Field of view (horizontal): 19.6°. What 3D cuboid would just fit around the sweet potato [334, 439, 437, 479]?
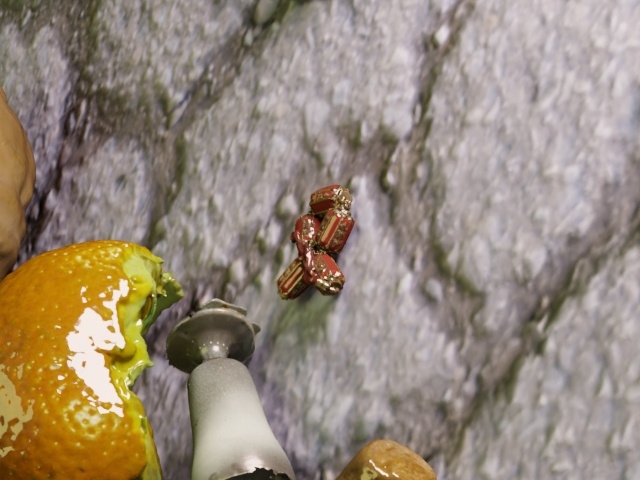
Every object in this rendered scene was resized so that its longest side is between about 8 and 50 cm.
[{"bbox_3d":[-0.070,0.272,1.096,0.385,0.109,0.109,-59,33,5],"label":"sweet potato"}]

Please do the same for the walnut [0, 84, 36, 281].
[{"bbox_3d":[-0.428,-0.064,1.595,0.381,0.381,0.381,-34,43,38],"label":"walnut"}]

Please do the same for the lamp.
[{"bbox_3d":[0.000,0.000,1.256,0.063,0.031,0.083,-8,57,52],"label":"lamp"}]

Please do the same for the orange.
[{"bbox_3d":[-0.183,0.113,1.308,0.179,0.158,0.237,105,170,-57],"label":"orange"}]

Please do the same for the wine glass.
[{"bbox_3d":[-0.060,0.116,1.218,0.072,0.072,0.155,-46,37,25],"label":"wine glass"}]
